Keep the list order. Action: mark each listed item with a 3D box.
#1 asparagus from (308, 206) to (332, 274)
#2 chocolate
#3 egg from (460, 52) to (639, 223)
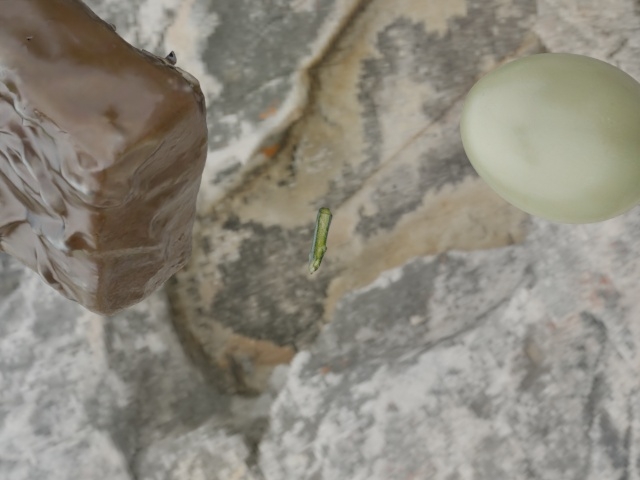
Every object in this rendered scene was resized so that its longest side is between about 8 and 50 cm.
[{"bbox_3d":[-0.001,0.000,2.035,0.025,0.021,0.108,13,78,-7],"label":"asparagus"},{"bbox_3d":[-0.149,-0.046,0.776,0.148,0.093,0.214,39,148,15],"label":"chocolate"},{"bbox_3d":[0.269,-0.114,1.469,0.186,0.242,0.186,-169,90,-73],"label":"egg"}]
